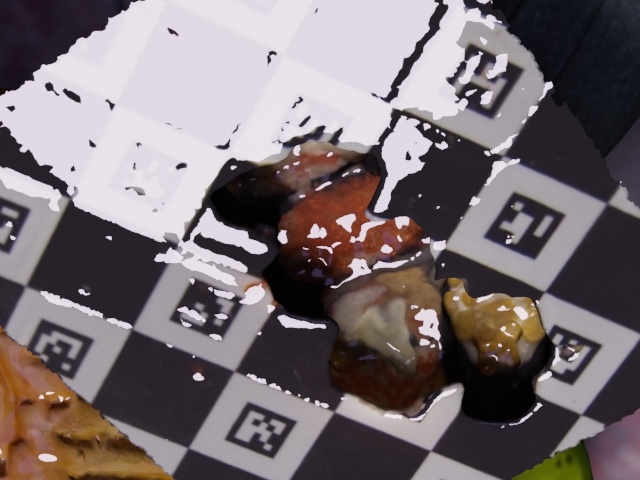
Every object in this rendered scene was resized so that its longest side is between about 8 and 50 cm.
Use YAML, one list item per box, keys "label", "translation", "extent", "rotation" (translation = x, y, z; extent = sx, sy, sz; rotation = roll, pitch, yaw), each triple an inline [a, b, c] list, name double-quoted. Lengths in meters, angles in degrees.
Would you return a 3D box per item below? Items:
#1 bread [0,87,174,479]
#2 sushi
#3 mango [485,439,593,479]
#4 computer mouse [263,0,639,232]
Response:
- label: "bread"
  translation: [-0.175, 0.061, 0.797]
  extent: [0.274, 0.149, 0.274]
  rotation: [1, 95, 10]
- label: "sushi"
  translation: [0.000, 0.000, 0.703]
  extent: [0.264, 0.050, 0.290]
  rotation: [-32, 117, 20]
- label: "mango"
  translation: [0.072, 0.151, 0.818]
  extent: [0.119, 0.100, 0.178]
  rotation: [29, 107, 38]
- label: "computer mouse"
  translation: [0.082, -0.118, 0.753]
  extent: [0.203, 0.114, 0.374]
  rotation: [25, 102, -31]
